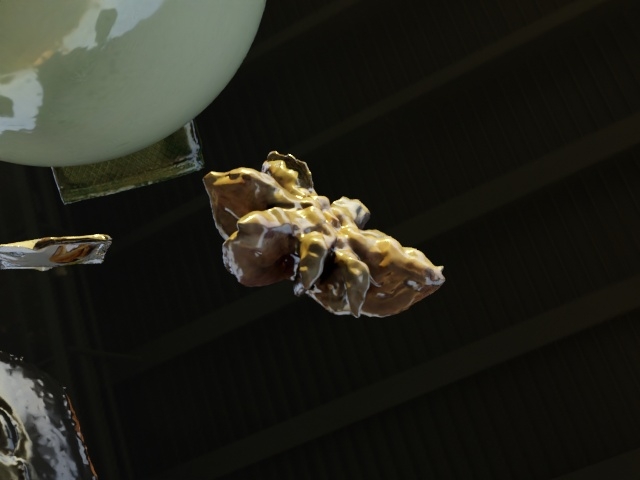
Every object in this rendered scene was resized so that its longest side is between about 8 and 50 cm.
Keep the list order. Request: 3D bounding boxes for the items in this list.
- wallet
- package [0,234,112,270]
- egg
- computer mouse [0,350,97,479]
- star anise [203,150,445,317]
[{"bbox_3d":[-0.222,-0.168,0.932,0.160,0.055,0.236,-16,-70,-13],"label":"wallet"},{"bbox_3d":[-0.382,0.019,1.245,0.173,0.171,0.027,-6,-99,-18],"label":"package"},{"bbox_3d":[-0.142,-0.160,0.506,0.230,0.230,0.371,-37,-157,12],"label":"egg"},{"bbox_3d":[-0.270,0.248,0.774,0.116,0.183,0.323,-23,-99,39],"label":"computer mouse"},{"bbox_3d":[0.000,0.000,0.835,0.236,0.229,0.093,30,-66,7],"label":"star anise"}]
